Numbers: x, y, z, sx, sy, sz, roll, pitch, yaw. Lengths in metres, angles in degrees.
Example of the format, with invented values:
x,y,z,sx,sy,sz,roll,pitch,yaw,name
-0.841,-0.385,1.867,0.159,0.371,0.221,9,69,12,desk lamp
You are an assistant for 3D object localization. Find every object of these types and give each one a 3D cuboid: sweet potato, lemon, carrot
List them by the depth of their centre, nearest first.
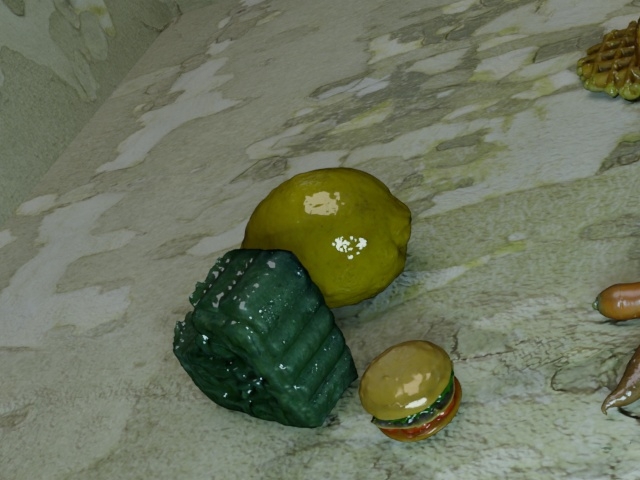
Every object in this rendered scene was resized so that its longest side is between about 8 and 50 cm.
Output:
x,y,z,sx,sy,sz,roll,pitch,yaw,name
0.469,0.175,1.421,0.206,0.060,0.068,-42,-5,-18,sweet potato
0.546,0.073,1.509,0.271,0.066,0.062,-16,77,18,carrot
0.006,-0.003,1.866,0.316,0.285,0.285,12,41,5,lemon

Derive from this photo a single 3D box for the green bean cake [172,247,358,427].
x,y,z,sx,sy,sz,roll,pitch,yaw,name
-0.126,0.164,1.700,0.308,0.300,0.169,4,44,43,green bean cake

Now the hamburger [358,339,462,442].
x,y,z,sx,sy,sz,roll,pitch,yaw,name
0.142,0.232,1.552,0.162,0.115,0.162,-22,34,15,hamburger

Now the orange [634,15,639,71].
x,y,z,sx,sy,sz,roll,pitch,yaw,name
0.732,-0.382,1.831,0.310,0.274,0.274,-58,23,21,orange

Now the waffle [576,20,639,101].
x,y,z,sx,sy,sz,roll,pitch,yaw,name
0.683,-0.390,2.074,0.281,0.058,0.300,-41,31,-19,waffle
